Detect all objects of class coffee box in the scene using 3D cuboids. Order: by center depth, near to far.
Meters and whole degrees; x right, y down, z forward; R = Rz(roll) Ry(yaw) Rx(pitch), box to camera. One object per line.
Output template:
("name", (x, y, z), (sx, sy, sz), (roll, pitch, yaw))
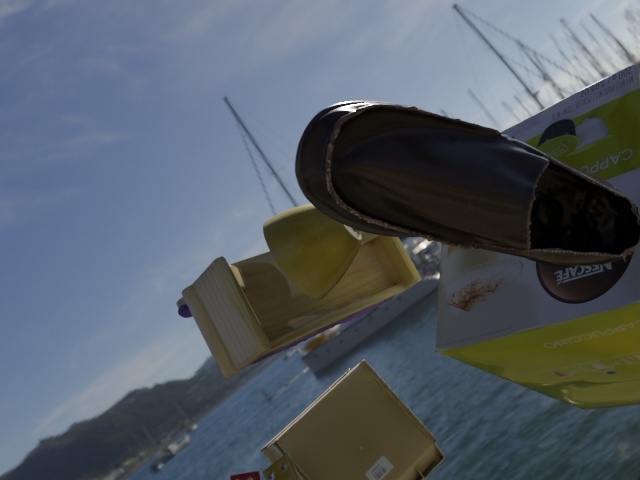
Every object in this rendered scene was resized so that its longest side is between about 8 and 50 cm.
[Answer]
("coffee box", (0.408, 0.028, 0.999), (0.338, 0.338, 0.334), (-27, 46, 50))

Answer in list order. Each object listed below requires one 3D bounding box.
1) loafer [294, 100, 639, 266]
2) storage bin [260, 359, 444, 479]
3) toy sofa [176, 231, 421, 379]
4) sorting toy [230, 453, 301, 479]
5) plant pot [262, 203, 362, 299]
("loafer", (0.158, -0.056, 0.670), (0.130, 0.366, 0.133), (-171, 90, -72))
("storage bin", (0.068, 0.427, 1.411), (0.262, 0.260, 0.123), (-38, -12, -25))
("toy sofa", (-0.031, 0.082, 1.101), (0.362, 0.150, 0.177), (-19, -15, -42))
("sorting toy", (-0.063, 0.396, 0.818), (0.132, 0.274, 0.046), (-18, -20, 35))
("plant pot", (0.000, 0.000, 0.964), (0.095, 0.134, 0.134), (-36, -5, 17))
